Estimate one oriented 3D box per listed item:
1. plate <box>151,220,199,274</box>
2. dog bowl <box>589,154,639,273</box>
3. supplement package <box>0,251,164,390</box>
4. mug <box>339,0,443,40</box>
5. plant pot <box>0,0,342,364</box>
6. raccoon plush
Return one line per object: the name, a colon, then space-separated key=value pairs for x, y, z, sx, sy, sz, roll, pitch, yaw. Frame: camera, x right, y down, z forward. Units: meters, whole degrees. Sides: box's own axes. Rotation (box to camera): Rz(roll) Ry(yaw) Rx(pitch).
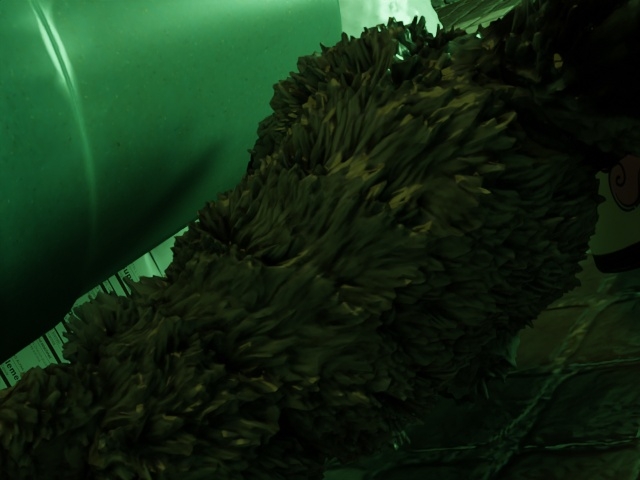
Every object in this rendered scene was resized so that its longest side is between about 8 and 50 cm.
plate: x=-0.037 y=-0.021 z=0.959 sx=0.278 sy=0.045 sz=0.277 roll=-4 pitch=11 yaw=-16
dog bowl: x=0.303 y=-0.153 z=0.632 sx=0.408 sy=0.150 sz=0.408 roll=-34 pitch=-3 yaw=-2
supplement package: x=-0.223 y=0.107 z=0.819 sx=0.203 sy=0.149 sz=0.194 roll=-34 pitch=19 yaw=-27
mug: x=-0.016 y=-0.218 z=1.237 sx=0.276 sy=0.328 sz=0.374 roll=-13 pitch=20 yaw=38
plant pot: x=-0.183 y=-0.111 z=0.681 sx=0.341 sy=0.341 sz=0.334 roll=-9 pitch=16 yaw=46
raccoon plush: x=0.000 y=0.000 z=0.488 sx=0.299 sy=0.216 sz=0.446 roll=-41 pitch=-16 yaw=-39
